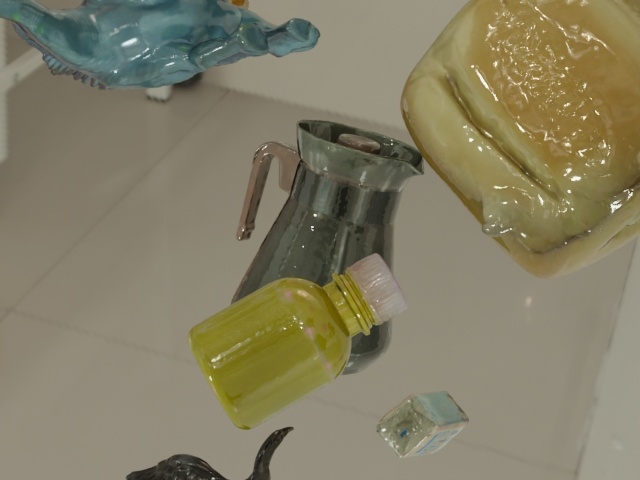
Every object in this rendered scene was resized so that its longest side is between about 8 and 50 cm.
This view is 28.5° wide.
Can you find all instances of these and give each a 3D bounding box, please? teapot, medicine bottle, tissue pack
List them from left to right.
[{"bbox_3d":[-0.018,0.093,1.286,0.213,0.122,0.121,-29,109,-3],"label":"medicine bottle"},{"bbox_3d":[0.000,0.000,1.913,0.300,0.253,0.343,24,106,30],"label":"teapot"},{"bbox_3d":[0.120,0.216,1.479,0.074,0.094,0.058,-43,67,19],"label":"tissue pack"}]

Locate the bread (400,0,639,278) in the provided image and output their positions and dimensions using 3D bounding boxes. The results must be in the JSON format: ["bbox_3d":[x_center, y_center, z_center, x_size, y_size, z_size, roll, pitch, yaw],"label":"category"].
[{"bbox_3d":[0.312,-0.170,1.635,0.348,0.253,0.376,-44,69,11],"label":"bread"}]

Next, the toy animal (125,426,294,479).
[{"bbox_3d":[-0.097,0.316,1.532,0.273,0.197,0.160,18,136,40],"label":"toy animal"}]

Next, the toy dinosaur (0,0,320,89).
[{"bbox_3d":[-0.053,-0.075,0.443,0.080,0.197,0.045,-16,87,37],"label":"toy dinosaur"}]

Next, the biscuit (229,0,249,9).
[{"bbox_3d":[-0.194,-0.411,1.725,0.309,0.040,0.204,53,168,-30],"label":"biscuit"}]
